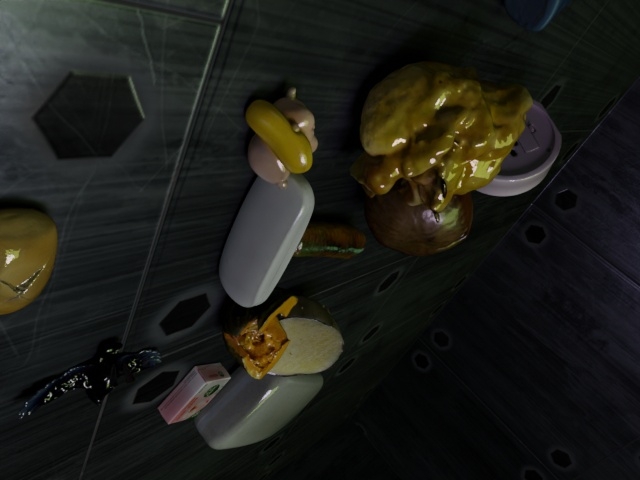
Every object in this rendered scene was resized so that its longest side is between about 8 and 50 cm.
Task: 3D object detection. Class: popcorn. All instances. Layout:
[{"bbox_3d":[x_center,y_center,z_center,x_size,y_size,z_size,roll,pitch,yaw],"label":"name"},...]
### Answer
[{"bbox_3d":[0.157,-0.157,0.681,0.254,0.191,0.190,-36,143,2],"label":"popcorn"}]

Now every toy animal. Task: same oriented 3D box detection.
[{"bbox_3d":[-0.035,-0.118,0.564,0.082,0.091,0.114,-45,160,-36],"label":"toy animal"},{"bbox_3d":[-0.310,0.194,0.681,0.108,0.062,0.220,-38,165,35],"label":"toy animal"}]

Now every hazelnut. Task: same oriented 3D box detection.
[{"bbox_3d":[0.180,-0.080,0.861,0.208,0.208,0.208,-36,155,-19],"label":"hazelnut"}]

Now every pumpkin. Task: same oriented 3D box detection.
[{"bbox_3d":[-0.115,0.147,0.841,0.119,0.108,0.183,-30,146,-45],"label":"pumpkin"}]

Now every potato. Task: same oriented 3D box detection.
[{"bbox_3d":[-0.049,0.190,1.011,0.182,0.117,0.202,15,129,-15],"label":"potato"}]

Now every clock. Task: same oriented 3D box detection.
[{"bbox_3d":[0.358,-0.188,0.933,0.197,0.197,0.068,-41,157,-7],"label":"clock"}]

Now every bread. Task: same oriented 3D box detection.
[{"bbox_3d":[-0.282,0.026,0.430,0.082,0.056,0.115,-6,136,-54],"label":"bread"}]

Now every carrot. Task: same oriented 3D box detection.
[{"bbox_3d":[0.000,0.000,0.835,0.070,0.070,0.260,-54,154,21],"label":"carrot"}]

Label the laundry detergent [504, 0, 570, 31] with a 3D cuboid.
[{"bbox_3d":[0.407,-0.449,0.708,0.290,0.094,0.143,-40,153,-8],"label":"laundry detergent"}]

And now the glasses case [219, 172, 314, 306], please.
[{"bbox_3d":[-0.081,-0.001,0.669,0.059,0.092,0.233,-21,147,-51],"label":"glasses case"}]

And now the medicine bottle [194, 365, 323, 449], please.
[{"bbox_3d":[-0.138,0.399,1.197,0.282,0.123,0.375,-43,157,1],"label":"medicine bottle"}]

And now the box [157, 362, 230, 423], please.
[{"bbox_3d":[-0.253,0.306,0.958,0.125,0.043,0.089,-48,156,10],"label":"box"}]
